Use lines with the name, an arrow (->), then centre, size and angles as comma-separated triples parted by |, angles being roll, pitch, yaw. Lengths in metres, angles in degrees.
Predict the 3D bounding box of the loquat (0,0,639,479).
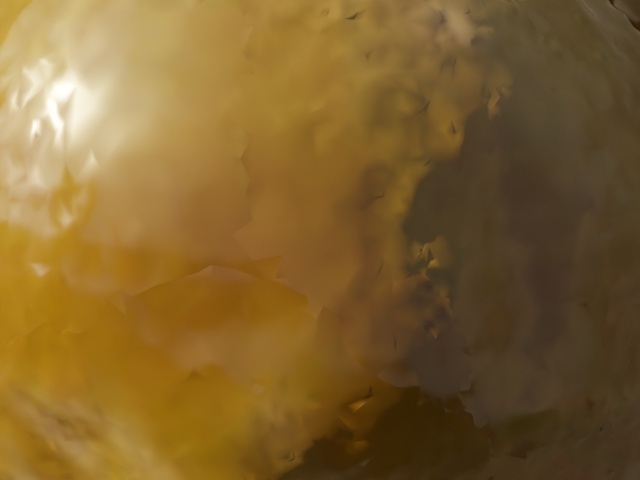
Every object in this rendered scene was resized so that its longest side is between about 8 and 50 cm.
loquat -> 0.000, 0.000, 0.625 | 0.328, 0.328, 0.328 | -5, 65, 12
